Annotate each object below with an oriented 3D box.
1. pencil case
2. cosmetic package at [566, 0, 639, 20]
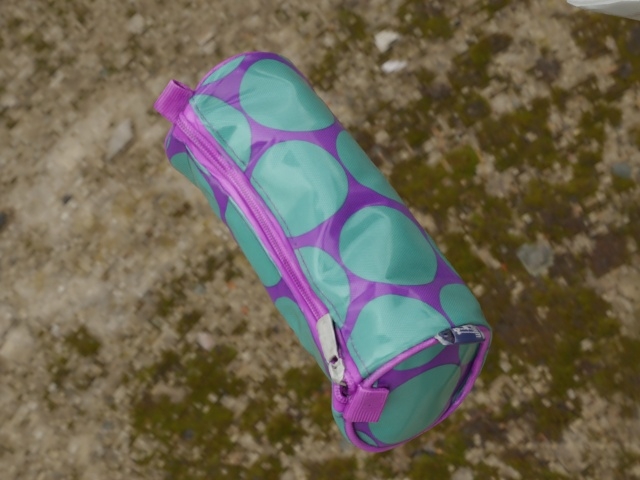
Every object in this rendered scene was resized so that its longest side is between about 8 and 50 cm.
[{"bbox_3d":[0.000,0.000,0.478,0.152,0.070,0.064,55,125,28],"label":"pencil case"},{"bbox_3d":[0.217,-0.241,0.352,0.156,0.217,0.385,-152,67,-70],"label":"cosmetic package"}]
